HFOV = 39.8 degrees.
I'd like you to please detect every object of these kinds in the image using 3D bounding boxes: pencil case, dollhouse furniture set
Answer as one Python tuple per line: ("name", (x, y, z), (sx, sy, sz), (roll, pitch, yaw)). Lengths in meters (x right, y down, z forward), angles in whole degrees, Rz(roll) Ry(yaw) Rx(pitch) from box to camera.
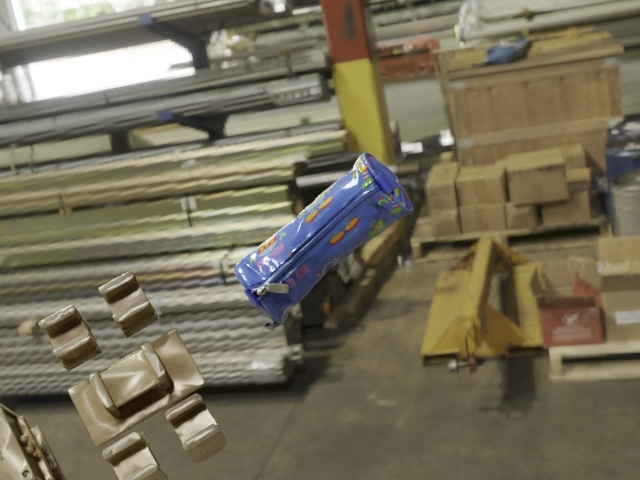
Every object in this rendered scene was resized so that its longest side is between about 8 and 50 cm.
("pencil case", (0.000, 0.000, 1.372), (0.306, 0.119, 0.133), (-41, 2, 10))
("dollhouse furniture set", (-0.250, 0.200, 1.009), (0.242, 0.212, 0.161), (-30, -20, -12))
